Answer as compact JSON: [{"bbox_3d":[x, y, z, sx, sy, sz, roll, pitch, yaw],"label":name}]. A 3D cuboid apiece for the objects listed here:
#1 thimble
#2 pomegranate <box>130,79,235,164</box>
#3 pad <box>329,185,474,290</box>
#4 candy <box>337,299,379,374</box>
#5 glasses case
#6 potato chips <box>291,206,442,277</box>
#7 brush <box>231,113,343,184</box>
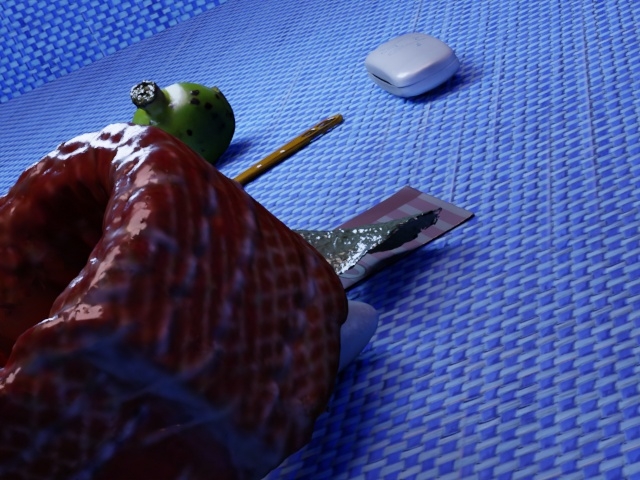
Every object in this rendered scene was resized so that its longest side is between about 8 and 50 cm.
[{"bbox_3d":[-0.166,0.079,1.378,0.350,0.230,0.350,-36,27,22],"label":"thimble"},{"bbox_3d":[-0.193,-0.157,2.414,0.143,0.122,0.169,-28,-19,13],"label":"pomegranate"},{"bbox_3d":[-0.002,0.029,1.782,0.300,0.005,0.202,-30,17,-10],"label":"pad"},{"bbox_3d":[-0.043,0.097,1.523,0.138,0.071,0.174,-37,19,-32],"label":"candy"},{"bbox_3d":[0.120,-0.235,2.299,0.092,0.059,0.233,-29,16,-3],"label":"glasses case"},{"bbox_3d":[-0.001,0.008,1.637,0.167,0.059,0.228,5,16,38],"label":"potato chips"},{"bbox_3d":[-0.089,-0.090,2.261,0.314,0.017,0.090,-34,18,-25],"label":"brush"}]
